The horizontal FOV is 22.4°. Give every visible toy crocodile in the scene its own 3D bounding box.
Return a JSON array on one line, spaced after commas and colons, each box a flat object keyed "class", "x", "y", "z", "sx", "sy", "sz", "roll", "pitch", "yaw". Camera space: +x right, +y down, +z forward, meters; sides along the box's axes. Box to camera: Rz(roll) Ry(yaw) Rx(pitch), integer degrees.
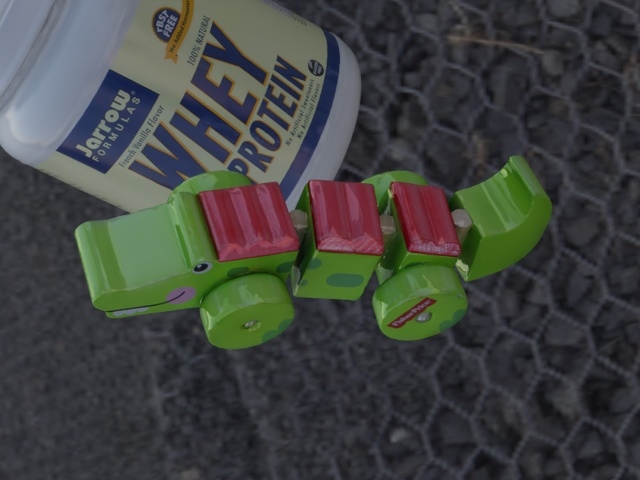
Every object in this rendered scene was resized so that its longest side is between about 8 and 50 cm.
[{"class": "toy crocodile", "x": 0.000, "y": 0.000, "z": 1.133, "sx": 0.105, "sy": 0.340, "sz": 0.115, "roll": 112, "pitch": 149, "yaw": -52}]

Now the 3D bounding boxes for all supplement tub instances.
[{"class": "supplement tub", "x": -0.152, "y": -0.144, "z": 1.467, "sx": 0.235, "sy": 0.325, "sz": 0.235, "roll": -47, "pitch": 28, "yaw": 35}]
